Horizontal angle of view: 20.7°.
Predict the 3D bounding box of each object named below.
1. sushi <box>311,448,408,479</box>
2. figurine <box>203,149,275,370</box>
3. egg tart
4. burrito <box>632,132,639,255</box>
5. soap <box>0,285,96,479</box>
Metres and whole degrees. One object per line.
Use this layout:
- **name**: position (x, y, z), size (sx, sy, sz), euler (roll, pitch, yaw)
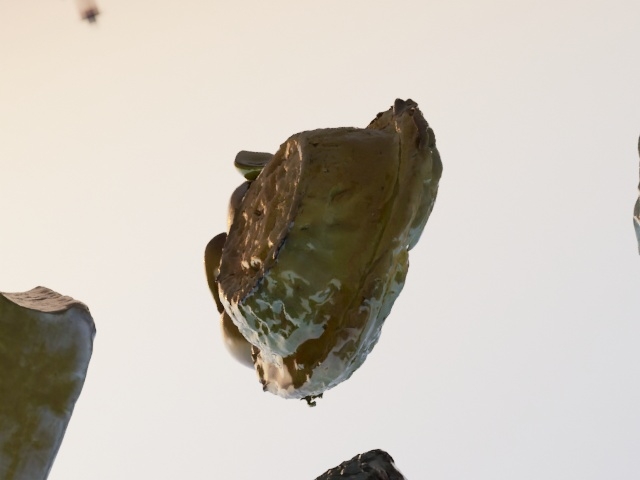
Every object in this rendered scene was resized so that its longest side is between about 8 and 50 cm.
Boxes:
- **sushi**: position (-0.019, 0.245, 1.260), size (0.225, 0.126, 0.136), euler (-41, 171, 28)
- **figurine**: position (-0.041, 0.026, 1.983), size (0.215, 0.228, 0.215), euler (-3, -142, 2)
- **egg tart**: position (0.000, 0.000, 1.510), size (0.288, 0.118, 0.288), euler (-53, -159, 30)
- **burrito**: position (0.410, -0.173, 1.908), size (0.076, 0.392, 0.117), euler (9, 180, -43)
- **soap**: position (-0.316, 0.156, 1.461), size (0.293, 0.156, 0.335), euler (-66, -166, -7)
